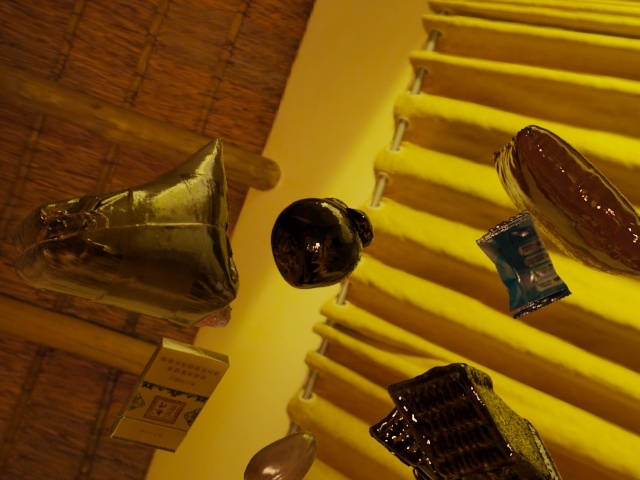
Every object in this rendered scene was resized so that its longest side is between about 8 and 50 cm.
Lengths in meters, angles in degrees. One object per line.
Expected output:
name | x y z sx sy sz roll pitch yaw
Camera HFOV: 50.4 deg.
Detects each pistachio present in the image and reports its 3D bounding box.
pistachio | -0.085 0.493 1.505 0.185 0.126 0.108 -31 -70 -8

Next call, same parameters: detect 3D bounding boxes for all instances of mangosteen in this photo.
mangosteen | 0.000 0.000 1.576 0.243 0.243 0.243 -29 -51 -43

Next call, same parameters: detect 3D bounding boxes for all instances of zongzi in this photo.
zongzi | -0.241 -0.055 0.893 0.274 0.145 0.300 23 -123 -42

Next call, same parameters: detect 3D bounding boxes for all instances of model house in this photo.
model house | 0.115 0.181 0.616 0.152 0.165 0.106 46 -148 -22

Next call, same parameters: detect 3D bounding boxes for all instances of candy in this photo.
candy | 0.284 0.033 0.963 0.088 0.136 0.038 -26 -15 10

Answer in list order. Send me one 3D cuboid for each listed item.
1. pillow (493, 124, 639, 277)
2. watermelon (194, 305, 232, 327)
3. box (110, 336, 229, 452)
pillow | 0.409 -0.054 1.112 0.108 0.305 0.308 -44 -3 6
watermelon | -0.227 0.040 1.108 0.154 0.094 0.241 -32 -81 -40
box | -0.324 0.334 1.454 0.153 0.041 0.279 22 -66 -26
